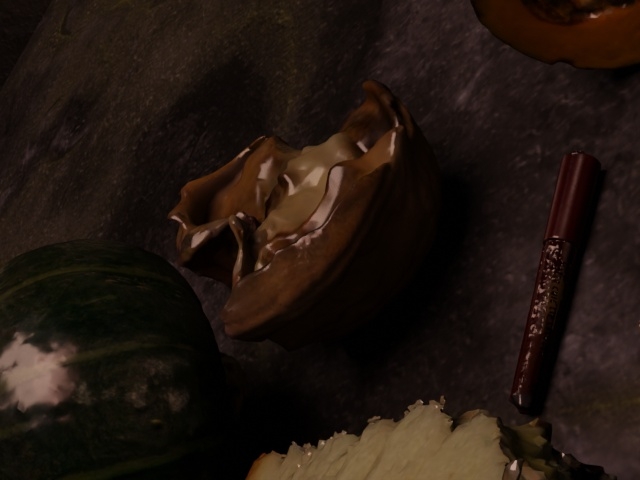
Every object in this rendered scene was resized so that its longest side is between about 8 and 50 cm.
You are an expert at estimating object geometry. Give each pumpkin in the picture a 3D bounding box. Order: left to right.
[{"bbox_3d":[-0.151,0.141,1.019,0.300,0.207,0.300,164,90,-78],"label":"pumpkin"},{"bbox_3d":[0.222,-0.201,0.878,0.248,0.126,0.131,-13,55,35],"label":"pumpkin"}]

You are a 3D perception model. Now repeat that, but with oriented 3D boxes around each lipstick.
[{"bbox_3d":[0.145,0.026,0.868,0.027,0.027,0.176,-19,48,54],"label":"lipstick"}]

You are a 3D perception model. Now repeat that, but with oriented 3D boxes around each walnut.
[{"bbox_3d":[0.007,-0.009,1.029,0.204,0.141,0.238,-45,25,1],"label":"walnut"}]

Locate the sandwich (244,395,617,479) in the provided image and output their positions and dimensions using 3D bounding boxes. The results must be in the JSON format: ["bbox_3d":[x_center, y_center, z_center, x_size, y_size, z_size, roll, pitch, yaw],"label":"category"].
[{"bbox_3d":[0.037,0.217,0.692,0.325,0.131,0.262,-27,27,51],"label":"sandwich"}]

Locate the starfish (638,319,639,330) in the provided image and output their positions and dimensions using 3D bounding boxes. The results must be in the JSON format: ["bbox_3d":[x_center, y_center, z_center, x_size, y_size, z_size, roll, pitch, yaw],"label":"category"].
[{"bbox_3d":[0.207,0.017,0.760,0.078,0.028,0.091,-15,45,59],"label":"starfish"}]
